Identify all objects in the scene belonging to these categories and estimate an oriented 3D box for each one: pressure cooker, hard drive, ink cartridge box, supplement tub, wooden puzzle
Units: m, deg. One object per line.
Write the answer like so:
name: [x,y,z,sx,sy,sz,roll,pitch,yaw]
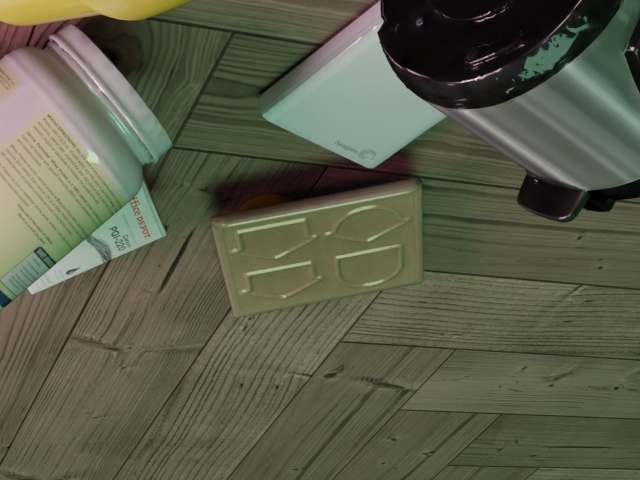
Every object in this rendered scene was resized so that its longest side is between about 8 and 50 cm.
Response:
pressure cooker: [0.319,-0.254,1.669,0.370,0.375,0.420,-32,139,28]
hard drive: [0.119,-0.237,1.931,0.353,0.047,0.233,-34,142,32]
ink cartridge box: [-0.345,-0.035,2.008,0.218,0.092,0.158,-26,148,-7]
supplement tub: [-0.368,-0.088,1.739,0.325,0.235,0.235,-41,148,-8]
wooden puzzle: [0.000,0.000,2.241,0.322,0.080,0.348,-10,152,-2]

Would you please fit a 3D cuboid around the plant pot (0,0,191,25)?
plant pot: [-0.259,-0.338,1.486,0.239,0.254,0.254,-16,151,35]
